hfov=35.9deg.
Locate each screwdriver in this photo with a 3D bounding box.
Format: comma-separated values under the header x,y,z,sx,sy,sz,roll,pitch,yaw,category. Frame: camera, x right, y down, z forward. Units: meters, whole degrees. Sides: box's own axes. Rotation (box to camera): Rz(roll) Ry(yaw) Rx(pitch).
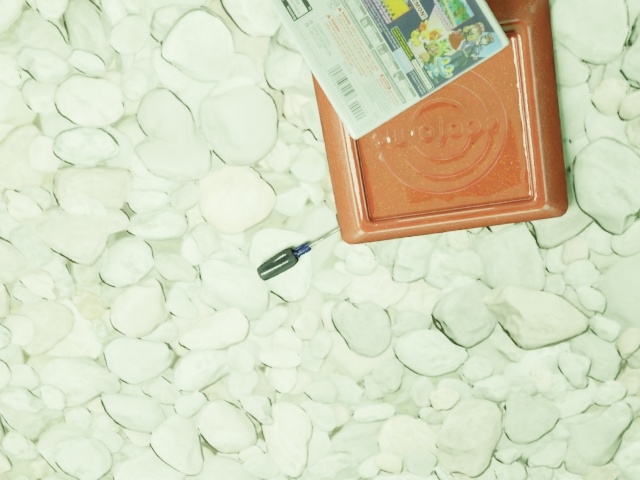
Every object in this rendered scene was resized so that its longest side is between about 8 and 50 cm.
x,y,z,sx,sy,sz,roll,pitch,yaw,category
0.000,0.000,1.150,0.170,0.025,0.024,-29,74,8,screwdriver

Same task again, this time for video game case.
x,y,z,sx,sy,sz,roll,pitch,yaw,category
0.060,-0.234,0.992,0.183,0.023,0.201,-31,92,10,video game case

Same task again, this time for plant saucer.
x,y,z,sx,sy,sz,roll,pitch,yaw,category
0.127,-0.121,1.056,0.258,0.048,0.259,-8,111,8,plant saucer
